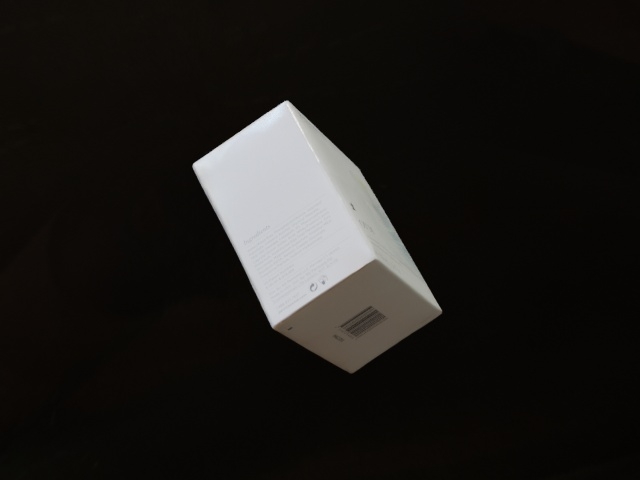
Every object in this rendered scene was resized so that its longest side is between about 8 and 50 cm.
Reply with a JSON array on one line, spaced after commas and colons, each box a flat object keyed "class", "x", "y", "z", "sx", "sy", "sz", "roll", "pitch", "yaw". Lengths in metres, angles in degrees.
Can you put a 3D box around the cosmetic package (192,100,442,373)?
[{"class": "cosmetic package", "x": 0.000, "y": 0.000, "z": 1.510, "sx": 0.138, "sy": 0.224, "sz": 0.225, "roll": -35, "pitch": 63, "yaw": 9}]
